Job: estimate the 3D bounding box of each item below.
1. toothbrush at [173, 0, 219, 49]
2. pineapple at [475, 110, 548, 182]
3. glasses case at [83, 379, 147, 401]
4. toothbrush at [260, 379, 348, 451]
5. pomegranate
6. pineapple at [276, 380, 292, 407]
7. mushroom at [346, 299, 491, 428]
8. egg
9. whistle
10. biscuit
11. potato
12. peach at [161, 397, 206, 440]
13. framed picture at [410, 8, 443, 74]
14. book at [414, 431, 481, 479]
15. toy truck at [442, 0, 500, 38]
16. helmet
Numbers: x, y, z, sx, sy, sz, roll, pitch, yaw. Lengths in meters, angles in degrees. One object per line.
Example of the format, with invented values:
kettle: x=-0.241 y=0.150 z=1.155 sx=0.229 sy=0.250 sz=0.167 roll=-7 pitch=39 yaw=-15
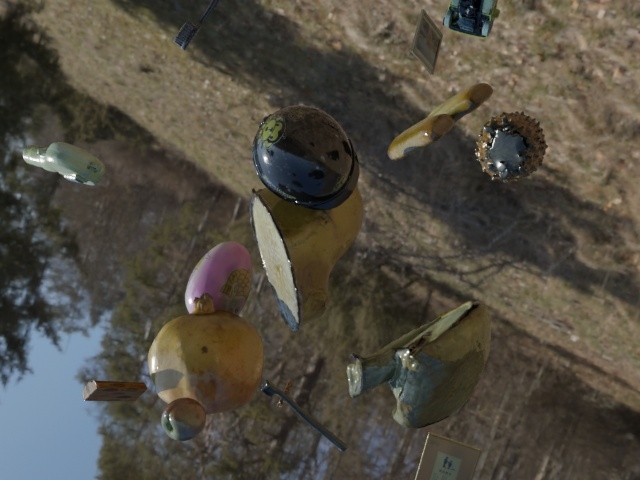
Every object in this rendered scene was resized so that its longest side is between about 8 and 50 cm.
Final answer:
toothbrush: x=-0.167 y=-0.486 z=1.338 sx=0.031 sy=0.321 sz=0.023 roll=36 pitch=-173 yaw=-7
pineapple: x=0.393 y=-0.187 z=1.509 sx=0.157 sy=0.158 sz=0.278 roll=20 pitch=-165 yaw=10
glasses case: x=-0.571 y=0.414 z=2.045 sx=0.170 sy=0.064 sz=0.041 roll=16 pitch=-143 yaw=-49
toothbrush: x=-0.037 y=0.455 z=1.892 sx=0.297 sy=0.030 sz=0.030 roll=42 pitch=-166 yaw=-16
pomegranate: x=-0.320 y=0.319 z=2.060 sx=0.342 sy=0.343 sz=0.342 roll=18 pitch=-172 yaw=-3
pineapple: x=-0.103 y=0.448 z=2.144 sx=0.019 sy=0.083 sz=0.045 roll=26 pitch=169 yaw=-2
mushroom: x=0.219 y=0.238 z=1.366 sx=0.291 sy=0.212 sz=0.217 roll=-10 pitch=173 yaw=-32
egg: x=-0.313 y=0.133 z=2.279 sx=0.196 sy=0.271 sz=0.196 roll=10 pitch=177 yaw=1
whistle: x=-0.560 y=-0.169 z=1.593 sx=0.258 sy=0.067 sz=0.126 roll=15 pitch=164 yaw=37
biscuit: x=0.308 y=-0.312 z=1.943 sx=0.062 sy=0.237 sz=0.290 roll=53 pitch=166 yaw=-6
potato: x=0.000 y=0.000 z=1.946 sx=0.295 sy=0.397 sz=0.290 roll=-20 pitch=173 yaw=-17
peach: x=-0.254 y=0.333 z=1.374 sx=0.083 sy=0.083 sz=0.083 roll=18 pitch=-172 yaw=-3
framed picture: x=0.265 y=-0.490 z=1.824 sx=0.011 sy=0.109 sz=0.149 roll=11 pitch=175 yaw=29
book: x=0.271 y=0.512 z=1.602 sx=0.118 sy=0.172 sz=0.012 roll=16 pitch=-165 yaw=11
toy truck: x=0.230 y=-0.381 z=1.061 sx=0.077 sy=0.100 sz=0.169 roll=19 pitch=159 yaw=15
helmet: x=-0.029 y=-0.201 z=1.738 sx=0.279 sy=0.230 sz=0.160 roll=39 pitch=174 yaw=-2
